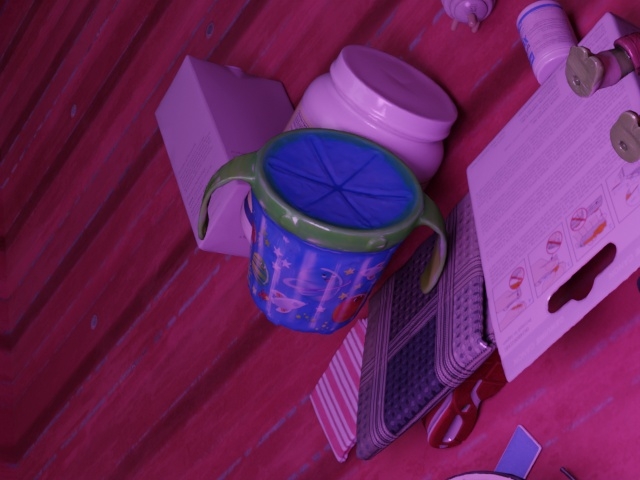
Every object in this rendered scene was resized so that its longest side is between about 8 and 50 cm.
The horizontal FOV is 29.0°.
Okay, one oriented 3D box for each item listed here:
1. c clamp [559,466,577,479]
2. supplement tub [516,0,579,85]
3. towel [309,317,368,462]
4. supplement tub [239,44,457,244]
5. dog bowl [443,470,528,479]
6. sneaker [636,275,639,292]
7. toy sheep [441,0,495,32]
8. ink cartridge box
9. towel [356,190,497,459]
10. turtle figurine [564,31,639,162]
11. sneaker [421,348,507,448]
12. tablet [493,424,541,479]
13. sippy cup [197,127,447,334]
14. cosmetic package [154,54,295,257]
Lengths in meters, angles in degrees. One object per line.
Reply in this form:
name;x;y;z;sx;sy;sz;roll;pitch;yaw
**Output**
c clamp;0.311;0.381;1.508;0.137;0.022;0.160;37;109;50
supplement tub;0.312;-0.267;1.680;0.071;0.071;0.107;-46;42;39
towel;0.054;0.236;1.953;0.197;0.029;0.144;-59;36;30
supplement tub;0.043;-0.109;1.890;0.324;0.235;0.235;-59;37;27
dog bowl;0.243;0.473;1.431;0.408;0.150;0.407;-16;71;52
sneaker;0.427;0.071;1.338;0.148;0.131;0.350;-44;35;39
toy sheep;0.221;-0.362;1.844;0.091;0.091;0.132;-47;38;39
ink cartridge box;0.320;-0.048;1.507;0.308;0.091;0.385;-49;30;36
towel;0.155;0.117;1.744;0.312;0.056;0.324;-50;22;39
turtle figurine;0.416;-0.211;1.305;0.275;0.266;0.197;24;140;64
sneaker;0.187;0.170;1.710;0.221;0.087;0.128;-58;38;26
tablet;0.259;0.291;1.630;0.054;0.006;0.083;49;121;52
sippy cup;0.000;0.000;1.706;0.305;0.240;0.224;36;131;22
cosmetic package;-0.139;-0.145;2.210;0.156;0.217;0.385;-57;36;29
